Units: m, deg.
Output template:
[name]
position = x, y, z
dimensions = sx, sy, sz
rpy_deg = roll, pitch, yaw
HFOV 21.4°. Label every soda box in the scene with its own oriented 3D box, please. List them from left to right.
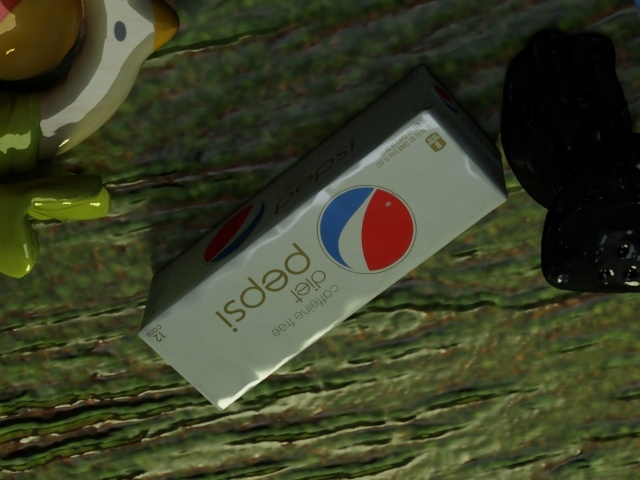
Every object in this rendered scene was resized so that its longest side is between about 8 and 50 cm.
[soda box]
position = 0.000, 0.000, 0.963
dimensions = 0.216, 0.069, 0.074
rpy_deg = -37, 111, 19

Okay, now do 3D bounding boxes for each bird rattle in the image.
[bird rattle]
position = -0.195, -0.112, 0.910
dimensions = 0.207, 0.143, 0.253
rpy_deg = -42, 96, 8

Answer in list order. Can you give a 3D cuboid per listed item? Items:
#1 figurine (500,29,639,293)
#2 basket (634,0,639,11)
[figurine]
position = 0.206, -0.028, 0.862
dimensions = 0.214, 0.209, 0.092
rpy_deg = 1, 117, 1
[basket]
position = 0.193, -0.260, 0.748
dimensions = 0.254, 0.201, 0.289
rpy_deg = -33, 102, 16
